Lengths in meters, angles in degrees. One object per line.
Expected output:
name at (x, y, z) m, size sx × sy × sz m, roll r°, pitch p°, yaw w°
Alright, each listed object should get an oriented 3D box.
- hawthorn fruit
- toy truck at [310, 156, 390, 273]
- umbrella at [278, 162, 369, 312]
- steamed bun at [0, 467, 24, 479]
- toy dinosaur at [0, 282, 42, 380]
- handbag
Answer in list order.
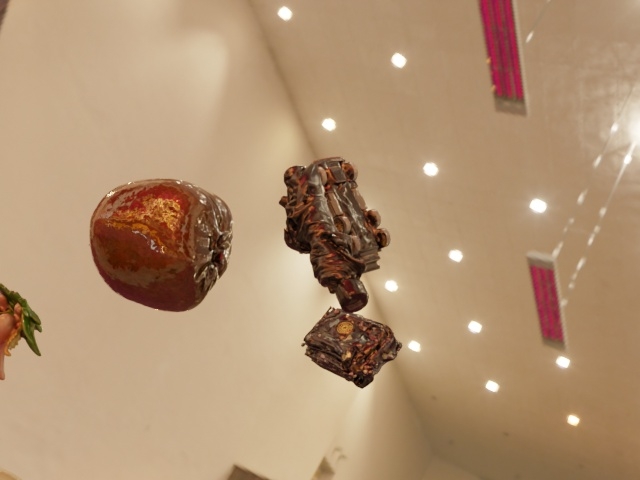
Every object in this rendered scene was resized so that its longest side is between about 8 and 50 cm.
hawthorn fruit at (-0.331, 0.000, 1.689) m, size 0.301 × 0.267 × 0.267 m, roll 3°, pitch -36°, yaw 14°
toy truck at (0.033, -0.035, 1.376) m, size 0.092 × 0.083 × 0.192 m, roll -40°, pitch -110°, yaw 48°
umbrella at (-0.002, 0.002, 1.068) m, size 0.080 × 0.071 × 0.224 m, roll 98°, pitch -26°, yaw -45°
steamed bun at (-0.434, 0.399, 0.992) m, size 0.283 × 0.283 × 0.177 m, roll 29°, pitch -18°, yaw 7°
toy dinosaur at (-0.584, 0.168, 1.481) m, size 0.152 × 0.177 × 0.194 m, roll 27°, pitch -33°, yaw 32°
handbag at (0.065, 0.251, 2.032) m, size 0.260 × 0.162 × 0.113 m, roll 20°, pitch -30°, yaw 51°
